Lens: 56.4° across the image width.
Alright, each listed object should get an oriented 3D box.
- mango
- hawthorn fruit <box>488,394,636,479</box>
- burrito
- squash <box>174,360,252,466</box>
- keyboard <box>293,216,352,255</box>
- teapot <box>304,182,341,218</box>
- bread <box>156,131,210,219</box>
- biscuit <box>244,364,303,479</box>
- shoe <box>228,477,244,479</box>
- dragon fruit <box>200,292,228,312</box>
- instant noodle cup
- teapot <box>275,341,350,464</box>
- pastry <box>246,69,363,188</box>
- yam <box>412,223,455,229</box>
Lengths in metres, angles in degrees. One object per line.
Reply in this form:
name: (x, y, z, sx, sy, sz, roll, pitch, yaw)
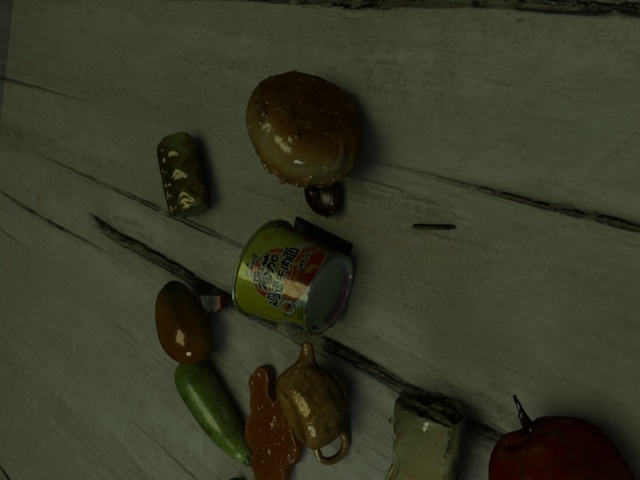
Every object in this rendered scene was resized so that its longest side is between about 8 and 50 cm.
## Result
mango: (-0.412, 0.250, 1.769, 0.175, 0.139, 0.254, -49, 57, 29)
hawthorn fruit: (0.408, 0.415, 1.049, 0.254, 0.254, 0.300, -31, 83, 36)
burrito: (0.225, 0.495, 1.280, 0.190, 0.135, 0.331, 18, 105, 47)
squash: (-0.311, 0.499, 1.735, 0.370, 0.118, 0.118, 52, 121, 24)
keyboard: (0.000, 0.000, 1.539, 0.198, 0.010, 0.063, 27, 109, 36)
teapot: (0.001, -0.112, 1.492, 0.098, 0.078, 0.129, -43, 65, 31)
bread: (-0.417, -0.201, 1.805, 0.152, 0.130, 0.267, -29, 72, 41)
biscuit: (-0.125, 0.513, 1.625, 0.202, 0.047, 0.333, 4, 91, 40)
shoe: (-0.241, 0.735, 1.708, 0.207, 0.092, 0.106, -21, 55, 42)
dragon fruit: (-0.307, 0.185, 1.761, 0.083, 0.060, 0.056, -8, 87, 29)
instant noodle cup: (-0.056, 0.096, 1.443, 0.200, 0.264, 0.264, 19, 103, 30)
teapot: (0.003, 0.397, 1.459, 0.203, 0.167, 0.311, -6, 106, 66)
pastry: (-0.042, -0.249, 1.400, 0.184, 0.285, 0.315, 122, 149, -44)
yam: (0.250, -0.030, 1.330, 0.107, 0.014, 0.014, 2, 92, 40)
